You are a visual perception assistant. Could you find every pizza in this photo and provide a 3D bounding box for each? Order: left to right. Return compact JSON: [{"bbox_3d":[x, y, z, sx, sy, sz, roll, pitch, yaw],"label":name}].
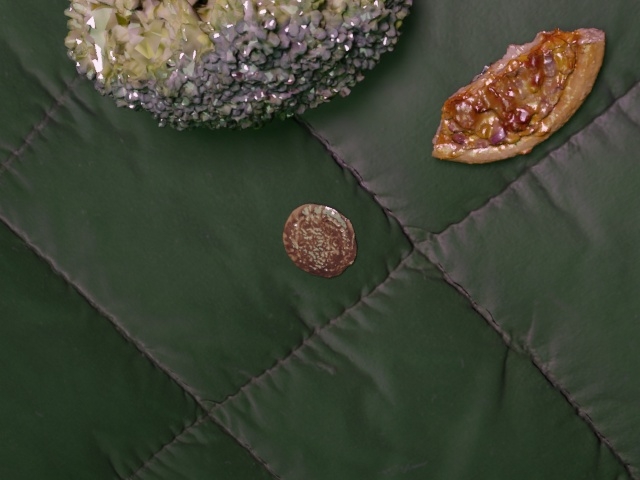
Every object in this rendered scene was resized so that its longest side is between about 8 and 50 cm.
[{"bbox_3d":[0.233,-0.164,1.071,0.246,0.058,0.127,-23,107,24],"label":"pizza"}]

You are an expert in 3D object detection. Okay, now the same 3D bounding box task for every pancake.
[{"bbox_3d":[0.000,0.001,1.254,0.114,0.011,0.115,7,118,14],"label":"pancake"}]

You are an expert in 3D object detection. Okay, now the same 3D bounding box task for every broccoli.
[{"bbox_3d":[-0.104,-0.254,1.017,0.317,0.277,0.338,46,113,13],"label":"broccoli"}]
